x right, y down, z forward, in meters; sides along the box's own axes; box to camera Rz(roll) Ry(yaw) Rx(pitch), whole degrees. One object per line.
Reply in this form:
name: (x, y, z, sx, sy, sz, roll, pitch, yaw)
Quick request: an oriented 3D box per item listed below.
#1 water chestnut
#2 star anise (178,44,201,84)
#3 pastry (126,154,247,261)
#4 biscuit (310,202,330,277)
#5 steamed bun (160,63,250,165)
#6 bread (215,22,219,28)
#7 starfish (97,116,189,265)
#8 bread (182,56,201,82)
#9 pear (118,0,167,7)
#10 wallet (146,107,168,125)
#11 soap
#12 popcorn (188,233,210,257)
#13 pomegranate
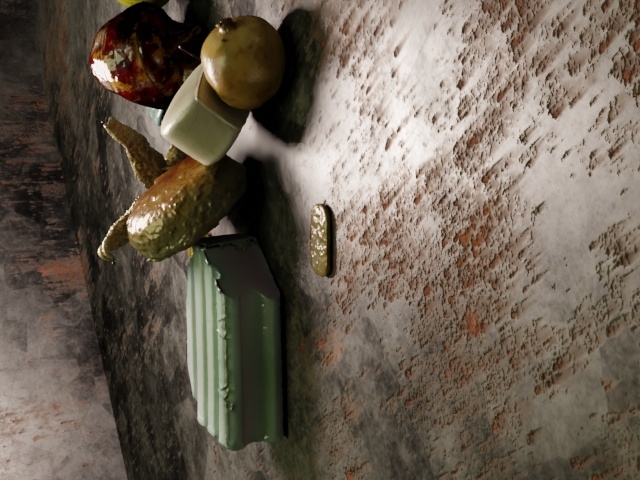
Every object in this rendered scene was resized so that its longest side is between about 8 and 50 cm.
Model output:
water chestnut: (-0.428, -0.465, 2.249, 0.244, 0.289, 0.289, -62, 38, 18)
star anise: (-0.265, -0.367, 2.072, 0.070, 0.190, 0.097, -20, 36, 47)
pastry: (-0.300, -0.093, 2.054, 0.136, 0.330, 0.329, 48, 162, -20)
biscuit: (0.000, 0.000, 1.763, 0.071, 0.018, 0.147, 18, 111, 59)
steamed bun: (-0.246, -0.268, 1.944, 0.164, 0.146, 0.242, -44, 23, 29)
bread: (-0.210, -0.425, 2.046, 0.074, 0.053, 0.132, -42, 56, 59)
starfish: (-0.415, -0.165, 2.217, 0.082, 0.432, 0.324, 10, 115, 26)
bread: (-0.288, -0.412, 2.213, 0.109, 0.062, 0.043, -57, -14, -54)
pear: (-0.454, -0.723, 2.263, 0.307, 0.252, 0.253, 111, 144, -56)
wallet: (-0.483, -0.508, 2.561, 0.342, 0.075, 0.237, 57, 141, 42)
soap: (-0.199, 0.218, 2.059, 0.261, 0.156, 0.446, 20, 114, 62)
popcorn: (-0.330, 0.009, 2.361, 0.084, 0.084, 0.084, 24, 117, 60)
pomegranate: (-0.158, -0.368, 1.817, 0.196, 0.196, 0.196, 24, 117, 60)
